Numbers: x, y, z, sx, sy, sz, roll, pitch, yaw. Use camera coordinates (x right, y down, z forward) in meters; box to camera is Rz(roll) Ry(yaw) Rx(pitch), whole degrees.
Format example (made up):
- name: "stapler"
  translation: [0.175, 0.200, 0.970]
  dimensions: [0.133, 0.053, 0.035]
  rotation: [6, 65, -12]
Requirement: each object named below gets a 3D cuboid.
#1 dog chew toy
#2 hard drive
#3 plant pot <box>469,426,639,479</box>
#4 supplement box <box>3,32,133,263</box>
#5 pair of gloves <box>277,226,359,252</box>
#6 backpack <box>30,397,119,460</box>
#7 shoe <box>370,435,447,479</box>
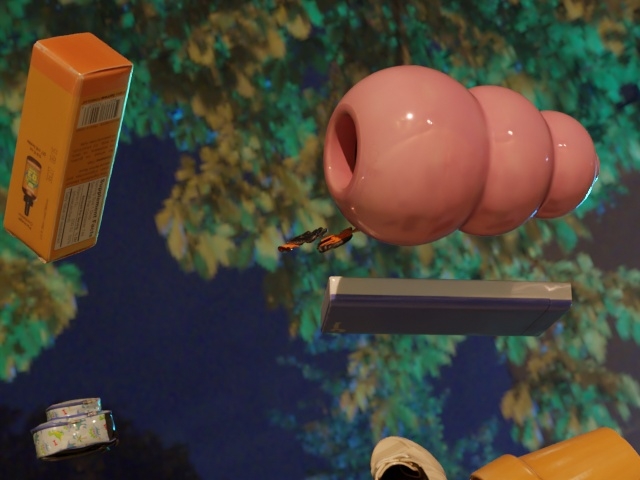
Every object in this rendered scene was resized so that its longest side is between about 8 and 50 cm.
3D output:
- name: "dog chew toy"
  translation: [0.176, -0.094, 1.499]
  dimensions: [0.331, 0.207, 0.207]
  rotation: [2, -34, -22]
- name: "hard drive"
  translation: [0.165, 0.094, 1.777]
  dimensions: [0.318, 0.040, 0.210]
  rotation: [1, -15, -3]
- name: "plant pot"
  translation: [0.327, 0.343, 1.666]
  dimensions: [0.188, 0.205, 0.205]
  rotation: [-30, -27, -11]
- name: "supplement box"
  translation: [-0.267, -0.095, 1.347]
  dimensions: [0.080, 0.078, 0.233]
  rotation: [-21, -41, -48]
- name: "pair of gloves"
  translation: [0.000, 0.000, 1.510]
  dimensions: [0.083, 0.010, 0.074]
  rotation: [0, 19, 39]
- name: "backpack"
  translation: [-0.368, 0.280, 1.895]
  dimensions: [0.114, 0.084, 0.105]
  rotation: [-12, -11, -23]
- name: "shoe"
  translation: [0.106, 0.275, 1.438]
  dimensions: [0.076, 0.219, 0.058]
  rotation: [-32, -62, -3]
